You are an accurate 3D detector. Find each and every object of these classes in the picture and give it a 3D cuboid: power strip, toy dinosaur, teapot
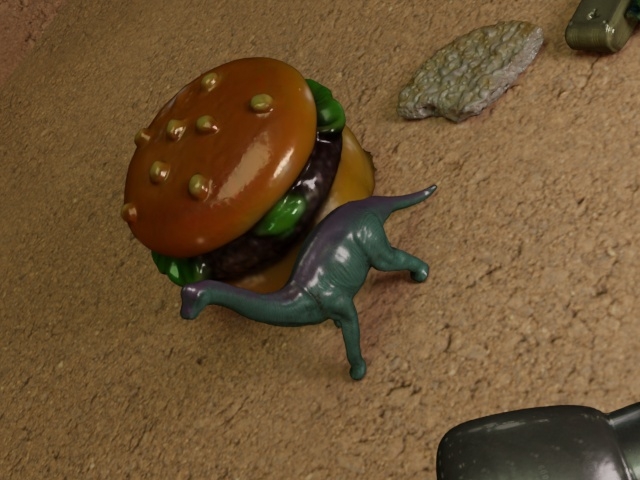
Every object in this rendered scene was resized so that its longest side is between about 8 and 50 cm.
[{"bbox_3d":[0.490,-0.442,1.422,0.092,0.066,0.387,17,73,49],"label":"power strip"},{"bbox_3d":[0.000,0.000,1.274,0.129,0.331,0.383,11,67,43],"label":"toy dinosaur"},{"bbox_3d":[0.283,0.274,0.893,0.285,0.223,0.305,-25,41,15],"label":"teapot"}]

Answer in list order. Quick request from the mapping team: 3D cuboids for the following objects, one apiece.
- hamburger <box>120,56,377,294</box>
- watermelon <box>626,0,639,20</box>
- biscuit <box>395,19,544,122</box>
[{"bbox_3d":[-0.123,-0.113,1.523,0.395,0.277,0.396,-22,46,26],"label":"hamburger"},{"bbox_3d":[0.507,-0.351,1.325,0.155,0.080,0.101,-27,77,-8],"label":"watermelon"},{"bbox_3d":[0.237,-0.264,1.513,0.265,0.040,0.188,-24,44,27],"label":"biscuit"}]
